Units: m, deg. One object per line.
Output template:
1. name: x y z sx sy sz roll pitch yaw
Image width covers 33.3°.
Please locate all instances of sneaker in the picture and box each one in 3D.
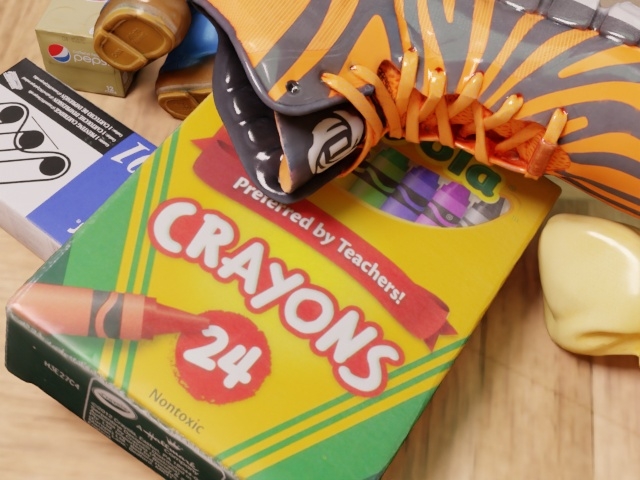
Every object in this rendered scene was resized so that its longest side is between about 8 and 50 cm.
1. sneaker: 0.064 -0.065 0.570 0.321 0.124 0.180 34 60 16

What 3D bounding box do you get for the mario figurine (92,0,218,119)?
1. mario figurine: -0.046 -0.255 0.764 0.170 0.198 0.320 11 67 5

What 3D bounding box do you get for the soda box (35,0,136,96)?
1. soda box: -0.152 -0.195 0.821 0.061 0.058 0.181 10 53 8

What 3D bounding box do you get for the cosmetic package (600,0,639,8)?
1. cosmetic package: 0.193 -0.313 0.764 0.129 0.296 0.153 1 53 -1

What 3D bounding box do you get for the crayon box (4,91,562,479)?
1. crayon box: 0.000 0.000 0.621 0.202 0.081 0.318 35 58 4

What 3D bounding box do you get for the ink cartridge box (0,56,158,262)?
1. ink cartridge box: -0.160 -0.036 0.704 0.207 0.046 0.097 34 60 23

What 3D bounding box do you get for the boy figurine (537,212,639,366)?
1. boy figurine: 0.248 0.070 0.593 0.285 0.092 0.177 22 55 17
